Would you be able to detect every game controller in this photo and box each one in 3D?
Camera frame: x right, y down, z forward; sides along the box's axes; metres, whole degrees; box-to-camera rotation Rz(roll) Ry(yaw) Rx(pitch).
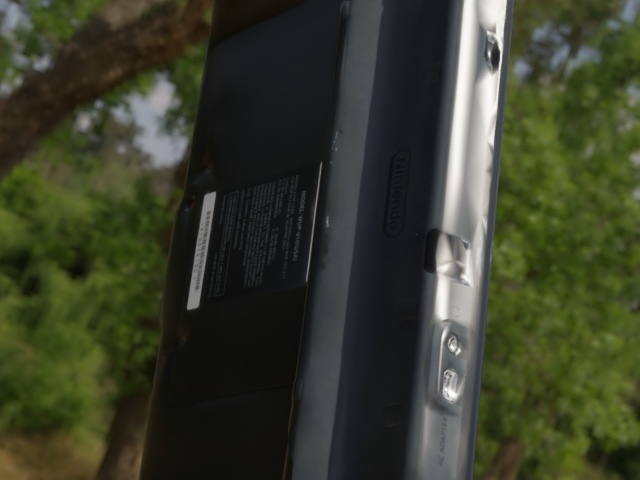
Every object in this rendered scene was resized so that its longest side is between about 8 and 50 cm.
[{"bbox_3d":[0.000,0.000,0.728,0.067,0.319,0.166,24,-27,-33],"label":"game controller"}]
